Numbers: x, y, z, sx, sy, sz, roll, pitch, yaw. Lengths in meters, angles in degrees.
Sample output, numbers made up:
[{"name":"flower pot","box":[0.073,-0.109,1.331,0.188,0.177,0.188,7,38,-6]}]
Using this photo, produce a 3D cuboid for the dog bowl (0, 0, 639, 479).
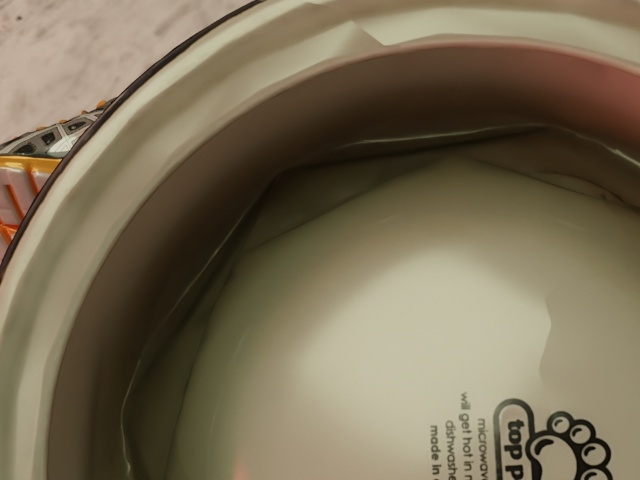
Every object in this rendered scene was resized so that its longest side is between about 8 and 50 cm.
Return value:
[{"name":"dog bowl","box":[0.064,0.094,0.745,0.408,0.150,0.408,-1,81,5]}]

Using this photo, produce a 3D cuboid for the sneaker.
[{"name":"sneaker","box":[-0.139,-0.045,1.069,0.215,0.084,0.083,-6,46,8]}]
